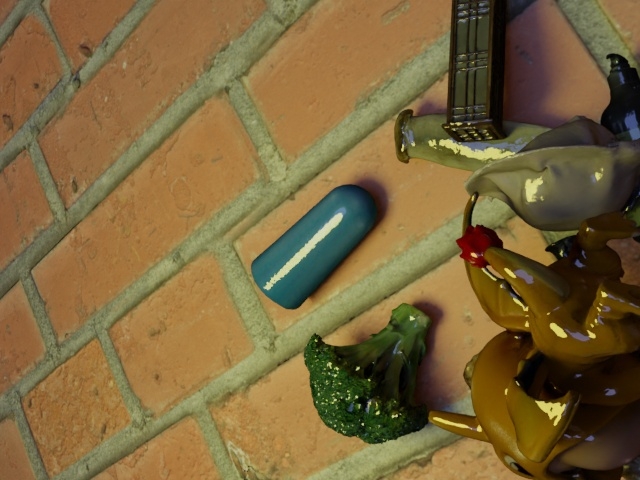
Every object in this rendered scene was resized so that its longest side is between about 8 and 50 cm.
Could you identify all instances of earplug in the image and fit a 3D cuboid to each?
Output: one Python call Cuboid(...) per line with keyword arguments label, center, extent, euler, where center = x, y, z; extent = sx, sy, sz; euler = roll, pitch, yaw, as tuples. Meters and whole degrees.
Cuboid(label="earplug", center=(0.000, 0.000, 1.501), extent=(0.273, 0.132, 0.132), euler=(-45, 68, 24))

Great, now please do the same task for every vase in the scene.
Cuboid(label="vase", center=(0.422, 0.075, 1.245), extent=(0.059, 0.059, 0.166), euler=(-32, 75, 32))

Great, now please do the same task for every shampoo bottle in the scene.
Cuboid(label="shampoo bottle", center=(0.483, -0.143, 1.165), extent=(0.101, 0.101, 0.283), euler=(-18, 82, 34))

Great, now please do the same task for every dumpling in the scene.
Cuboid(label="dumpling", center=(0.341, -0.079, 1.132), extent=(0.293, 0.205, 0.163), euler=(-16, 102, 53))

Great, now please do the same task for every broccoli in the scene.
Cuboid(label="broccoli", center=(0.094, 0.228, 1.399), extent=(0.254, 0.269, 0.269), euler=(35, 111, 23))

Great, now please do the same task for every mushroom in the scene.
Cuboid(label="mushroom", center=(0.266, -0.164, 1.333), extent=(0.312, 0.081, 0.099), euler=(12, 111, 30))

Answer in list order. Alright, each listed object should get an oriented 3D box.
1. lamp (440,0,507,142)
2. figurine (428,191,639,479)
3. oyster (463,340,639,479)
Cuboid(label="lamp", center=(0.258, -0.328, 1.274), extent=(0.090, 0.089, 0.325), euler=(-2, 79, 28))
Cuboid(label="figurine", center=(0.312, 0.147, 1.075), extent=(0.401, 0.268, 0.387), euler=(-112, 19, -47))
Cuboid(label="oyster", center=(0.413, 0.258, 1.237), extent=(0.396, 0.111, 0.204), euler=(29, 105, 34))
